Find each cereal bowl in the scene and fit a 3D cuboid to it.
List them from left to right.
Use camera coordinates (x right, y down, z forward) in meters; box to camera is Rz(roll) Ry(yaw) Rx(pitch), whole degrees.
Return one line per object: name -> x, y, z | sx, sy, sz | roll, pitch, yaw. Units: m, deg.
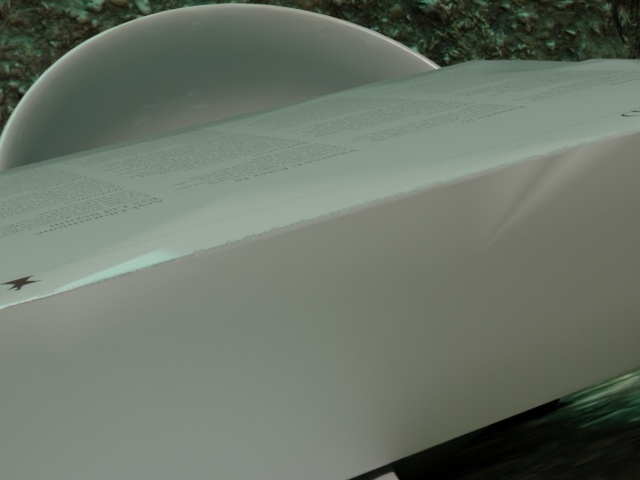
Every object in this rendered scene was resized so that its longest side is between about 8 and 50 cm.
cereal bowl -> -0.034, 0.018, 0.760 | 0.339, 0.339, 0.141 | -17, -32, -25

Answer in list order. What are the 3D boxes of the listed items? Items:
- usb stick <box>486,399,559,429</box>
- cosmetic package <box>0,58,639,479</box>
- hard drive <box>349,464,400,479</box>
usb stick -> 0.032, 0.131, 0.811 | 0.278, 0.045, 0.077 | -18, -12, -13
cosmetic package -> 0.000, 0.000, 0.529 | 0.377, 0.097, 0.284 | -16, 12, -24
hard drive -> -0.136, 0.148, 0.366 | 0.353, 0.047, 0.233 | -18, -4, -2
